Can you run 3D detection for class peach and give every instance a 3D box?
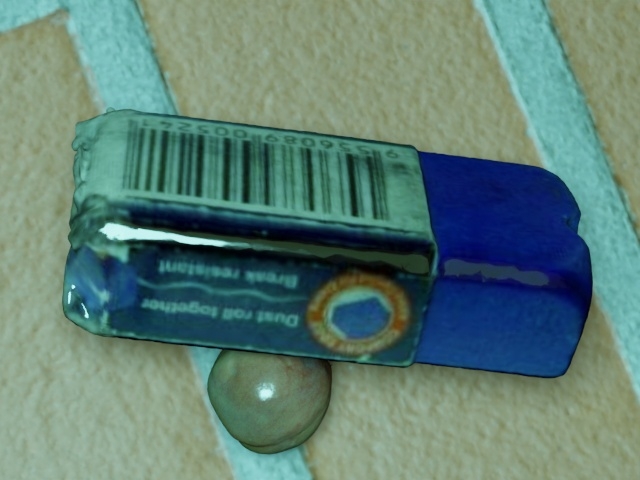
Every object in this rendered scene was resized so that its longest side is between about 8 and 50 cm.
[{"bbox_3d":[-0.032,0.097,1.100,0.083,0.083,0.083,2,76,-9],"label":"peach"}]

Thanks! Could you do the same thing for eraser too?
[{"bbox_3d":[0.000,0.000,1.093,0.332,0.101,0.155,7,34,-8],"label":"eraser"}]
